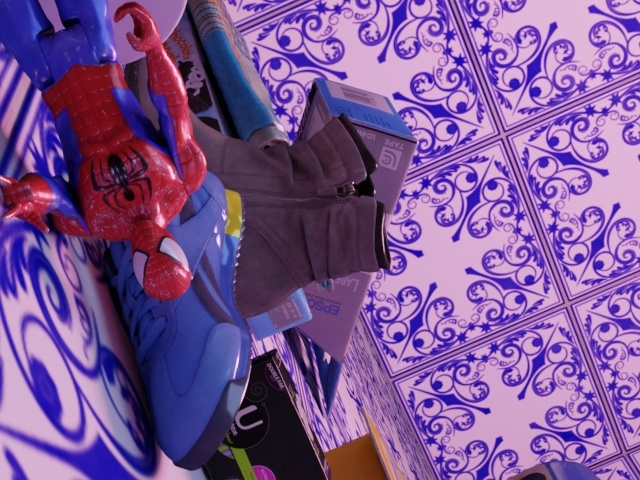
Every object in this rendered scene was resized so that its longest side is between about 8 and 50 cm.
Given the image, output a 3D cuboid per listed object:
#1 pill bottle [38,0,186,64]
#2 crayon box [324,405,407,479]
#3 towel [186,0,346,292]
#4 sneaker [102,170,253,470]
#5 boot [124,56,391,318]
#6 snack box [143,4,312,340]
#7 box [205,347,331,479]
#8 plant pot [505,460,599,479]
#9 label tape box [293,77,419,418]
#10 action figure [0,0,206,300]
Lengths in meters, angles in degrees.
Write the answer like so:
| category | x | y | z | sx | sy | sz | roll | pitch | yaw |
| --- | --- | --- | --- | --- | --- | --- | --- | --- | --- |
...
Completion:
| category | x | y | z | sx | sy | sz | roll | pitch | yaw |
| --- | --- | --- | --- | --- | --- | --- | --- | --- | --- |
| pill bottle | -0.136 | -0.188 | 0.766 | 0.208 | 0.119 | 0.119 | -109 | 175 | -60 |
| crayon box | 0.067 | 0.290 | 1.009 | 0.323 | 0.083 | 0.203 | 63 | 4 | -57 |
| towel | -0.074 | -0.158 | 1.237 | 0.271 | 0.040 | 0.370 | 64 | 3 | -57 |
| sneaker | -0.085 | 0.030 | 0.660 | 0.082 | 0.069 | 0.209 | 28 | 33 | -26 |
| boot | -0.045 | -0.057 | 0.941 | 0.083 | 0.161 | 0.247 | 61 | 6 | -64 |
| snack box | -0.097 | -0.079 | 1.178 | 0.322 | 0.060 | 0.187 | -111 | 176 | -49 |
| box | -0.037 | 0.114 | 0.724 | 0.052 | 0.062 | 0.083 | -57 | 123 | -88 |
| plant pot | 0.115 | 0.270 | 0.675 | 0.212 | 0.236 | 0.236 | 59 | 6 | -21 |
| label tape box | 0.000 | 0.000 | 1.455 | 0.240 | 0.105 | 0.334 | -105 | -149 | -73 |
| action figure | -0.126 | -0.102 | 0.578 | 0.139 | 0.091 | 0.280 | 121 | -56 | -86 |
